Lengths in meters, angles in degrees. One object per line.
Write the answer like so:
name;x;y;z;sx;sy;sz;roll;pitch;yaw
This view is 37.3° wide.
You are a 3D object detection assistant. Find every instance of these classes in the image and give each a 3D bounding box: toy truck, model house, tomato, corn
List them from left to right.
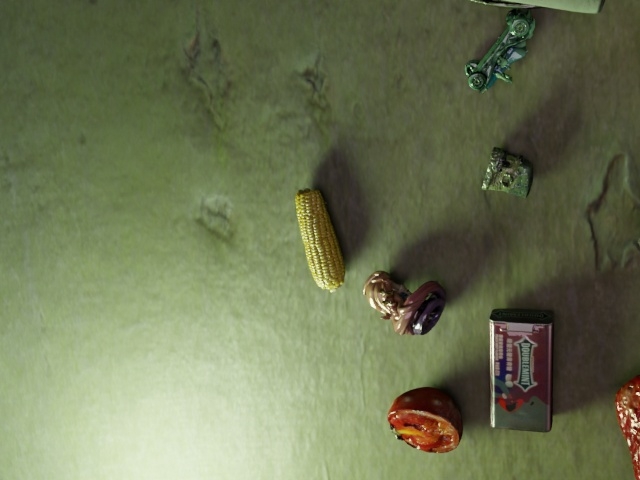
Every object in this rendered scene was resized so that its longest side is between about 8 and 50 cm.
corn;0.000;0.000;1.804;0.067;0.067;0.206;-11;101;21
tomato;0.207;0.337;1.833;0.139;0.091;0.159;-9;131;30
toy truck;0.314;-0.313;1.598;0.078;0.080;0.154;33;115;-12
model house;0.332;-0.118;1.657;0.083;0.066;0.078;17;113;11

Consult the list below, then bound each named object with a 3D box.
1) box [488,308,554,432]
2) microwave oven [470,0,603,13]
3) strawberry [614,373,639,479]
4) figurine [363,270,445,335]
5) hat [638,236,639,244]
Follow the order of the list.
box;0.372;0.242;1.758;0.120;0.069;0.224;0;108;17
microwave oven;0.265;-0.527;1.439;0.394;0.247;0.333;13;107;14
strawberry;0.659;0.356;1.640;0.261;0.257;0.261;-1;130;-2
figurine;0.150;0.119;1.768;0.157;0.126;0.114;14;68;12
hat;0.642;0.004;1.530;0.214;0.245;0.149;-46;69;26
